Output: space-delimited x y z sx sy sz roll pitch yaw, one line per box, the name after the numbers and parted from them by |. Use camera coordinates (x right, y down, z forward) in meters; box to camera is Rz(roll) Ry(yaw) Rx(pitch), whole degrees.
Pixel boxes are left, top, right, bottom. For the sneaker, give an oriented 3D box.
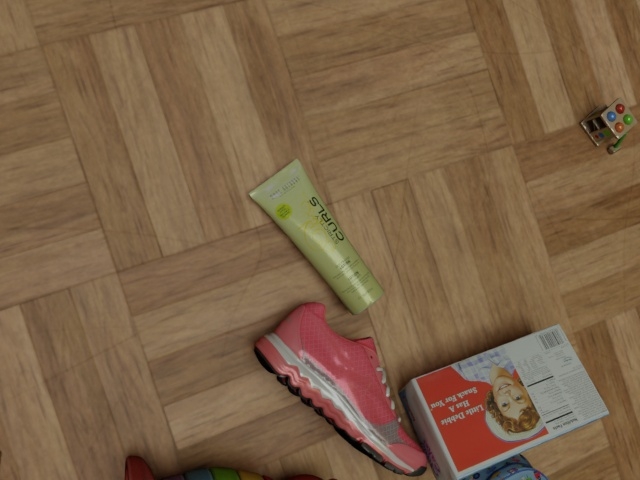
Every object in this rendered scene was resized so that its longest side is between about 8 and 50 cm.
0.058 0.212 0.945 0.314 0.116 0.136 43 76 -8 | sneaker

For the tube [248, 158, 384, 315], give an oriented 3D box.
0.000 0.000 0.975 0.240 0.062 0.070 54 35 -1 | tube

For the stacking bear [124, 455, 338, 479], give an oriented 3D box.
-0.108 0.378 0.874 0.288 0.164 0.176 2 86 -19 | stacking bear

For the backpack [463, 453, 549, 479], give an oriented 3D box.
0.302 0.416 0.994 0.158 0.117 0.173 -14 85 -21 | backpack

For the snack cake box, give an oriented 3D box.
0.271 0.245 0.986 0.264 0.089 0.152 -16 67 -16 | snack cake box

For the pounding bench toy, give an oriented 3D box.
0.500 -0.189 1.115 0.052 0.065 0.083 -40 97 -14 | pounding bench toy
